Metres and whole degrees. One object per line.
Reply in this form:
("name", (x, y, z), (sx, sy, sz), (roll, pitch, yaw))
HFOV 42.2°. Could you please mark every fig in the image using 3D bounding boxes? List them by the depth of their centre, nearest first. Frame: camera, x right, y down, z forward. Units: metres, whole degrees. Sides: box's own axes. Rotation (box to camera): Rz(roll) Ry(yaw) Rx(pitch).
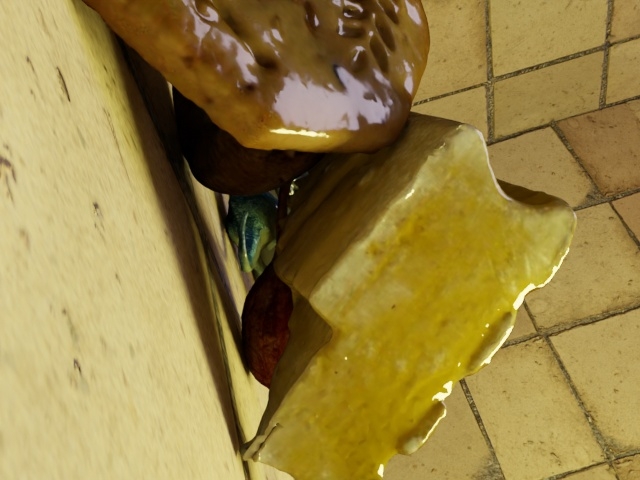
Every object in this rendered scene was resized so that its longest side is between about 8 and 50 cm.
("fig", (-0.018, 0.048, 0.791), (0.134, 0.146, 0.201), (-43, 134, -45))

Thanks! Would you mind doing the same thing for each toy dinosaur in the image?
("toy dinosaur", (-0.086, -0.024, 1.078), (0.147, 0.076, 0.363), (46, 11, -26))

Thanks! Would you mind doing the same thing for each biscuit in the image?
("biscuit", (-0.042, -0.220, 0.596), (0.359, 0.046, 0.359), (25, 51, -35))

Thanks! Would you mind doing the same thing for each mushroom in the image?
("mushroom", (-0.076, -0.191, 0.774), (0.254, 0.267, 0.267), (41, 4, -9))

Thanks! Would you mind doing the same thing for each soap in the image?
("soap", (0.024, 0.037, 0.743), (0.169, 0.304, 0.339), (38, 1, -18))

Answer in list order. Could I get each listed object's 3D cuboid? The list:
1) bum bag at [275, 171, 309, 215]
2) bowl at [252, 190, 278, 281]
("bum bag", (0.000, 0.000, 1.044), (0.123, 0.060, 0.248), (-48, 123, -64))
("bowl", (-0.012, 0.043, 1.365), (0.354, 0.185, 0.353), (163, -90, -89))
